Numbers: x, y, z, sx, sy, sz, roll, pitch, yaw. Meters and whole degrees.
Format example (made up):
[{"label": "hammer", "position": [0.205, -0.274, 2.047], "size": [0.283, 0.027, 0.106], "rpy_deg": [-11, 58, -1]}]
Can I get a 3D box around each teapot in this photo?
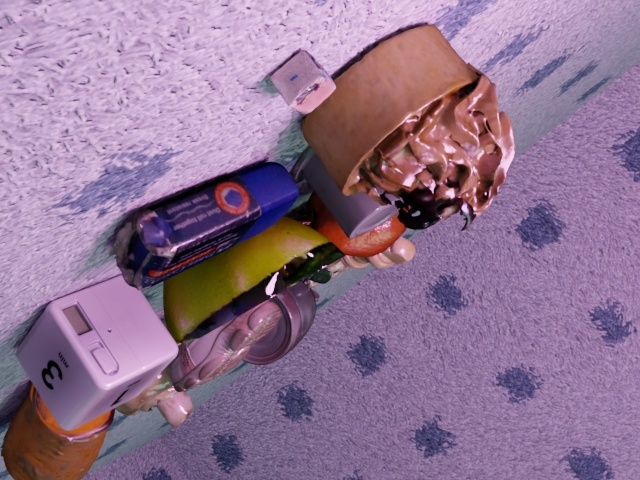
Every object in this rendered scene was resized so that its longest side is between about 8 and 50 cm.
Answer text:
[{"label": "teapot", "position": [-0.162, 0.211, 2.454], "size": [0.315, 0.233, 0.312], "rpy_deg": [-9, -173, 23]}]

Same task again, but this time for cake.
[{"label": "cake", "position": [0.176, -0.163, 1.483], "size": [0.332, 0.321, 0.332], "rpy_deg": [-36, 170, -7]}]

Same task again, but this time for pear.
[{"label": "pear", "position": [-0.163, 0.058, 1.722], "size": [0.399, 0.165, 0.399], "rpy_deg": [-29, 178, -1]}]

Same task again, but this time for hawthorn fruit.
[{"label": "hawthorn fruit", "position": [0.056, -0.058, 1.884], "size": [0.299, 0.211, 0.211], "rpy_deg": [-10, 160, -23]}]

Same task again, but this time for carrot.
[{"label": "carrot", "position": [-0.614, 0.452, 1.977], "size": [0.224, 0.224, 0.340], "rpy_deg": [-25, 162, -47]}]

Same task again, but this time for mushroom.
[{"label": "mushroom", "position": [-0.437, 0.392, 2.244], "size": [0.254, 0.234, 0.260], "rpy_deg": [-36, 171, 22]}]

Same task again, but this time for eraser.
[{"label": "eraser", "position": [-0.199, -0.029, 1.474], "size": [0.332, 0.101, 0.155], "rpy_deg": [-26, 168, -40]}]

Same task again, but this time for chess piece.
[{"label": "chess piece", "position": [0.096, 0.021, 2.160], "size": [0.117, 0.117, 0.397], "rpy_deg": [-29, -165, -33]}]

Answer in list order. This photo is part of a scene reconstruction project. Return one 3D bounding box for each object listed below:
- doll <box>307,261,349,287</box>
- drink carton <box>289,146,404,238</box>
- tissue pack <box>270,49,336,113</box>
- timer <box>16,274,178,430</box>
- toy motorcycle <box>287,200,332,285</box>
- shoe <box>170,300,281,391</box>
[{"label": "doll", "position": [0.055, 0.028, 2.486], "size": [0.278, 0.149, 0.175], "rpy_deg": [-41, 136, -56]}, {"label": "drink carton", "position": [0.064, -0.119, 1.706], "size": [0.186, 0.189, 0.191], "rpy_deg": [-22, 163, -33]}, {"label": "tissue pack", "position": [-0.024, -0.232, 1.246], "size": [0.074, 0.058, 0.094], "rpy_deg": [-40, 170, 11]}, {"label": "timer", "position": [-0.420, 0.209, 1.582], "size": [0.194, 0.192, 0.195], "rpy_deg": [-24, 164, -48]}, {"label": "toy motorcycle", "position": [0.000, 0.000, 2.016], "size": [0.275, 0.187, 0.125], "rpy_deg": [-32, 169, -36]}, {"label": "shoe", "position": [-0.266, 0.219, 2.098], "size": [0.351, 0.198, 0.172], "rpy_deg": [-43, 166, 19]}]
